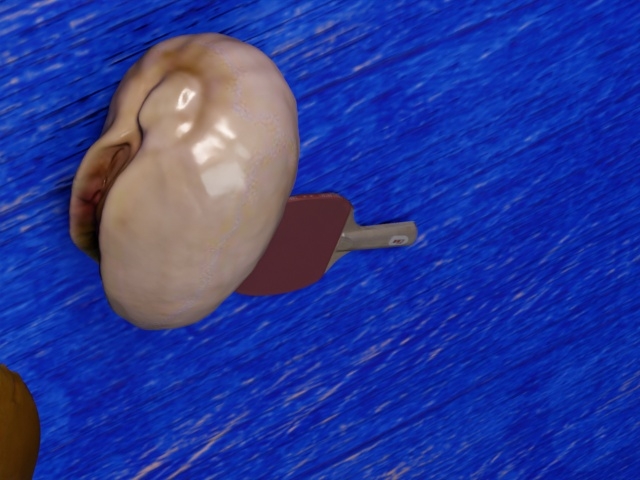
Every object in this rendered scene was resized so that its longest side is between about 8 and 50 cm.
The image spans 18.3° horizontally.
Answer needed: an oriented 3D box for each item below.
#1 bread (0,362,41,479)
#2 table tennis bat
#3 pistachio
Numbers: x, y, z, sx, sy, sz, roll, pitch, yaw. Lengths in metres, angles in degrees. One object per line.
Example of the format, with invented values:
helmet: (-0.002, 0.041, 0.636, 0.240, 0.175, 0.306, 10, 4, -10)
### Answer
bread: (-0.302, 0.108, 1.026, 0.279, 0.225, 0.250, -37, 147, -5)
table tennis bat: (0.000, 0.000, 1.341, 0.156, 0.013, 0.087, -5, 133, -34)
pistachio: (-0.071, -0.029, 1.154, 0.145, 0.117, 0.200, -20, 143, -30)
